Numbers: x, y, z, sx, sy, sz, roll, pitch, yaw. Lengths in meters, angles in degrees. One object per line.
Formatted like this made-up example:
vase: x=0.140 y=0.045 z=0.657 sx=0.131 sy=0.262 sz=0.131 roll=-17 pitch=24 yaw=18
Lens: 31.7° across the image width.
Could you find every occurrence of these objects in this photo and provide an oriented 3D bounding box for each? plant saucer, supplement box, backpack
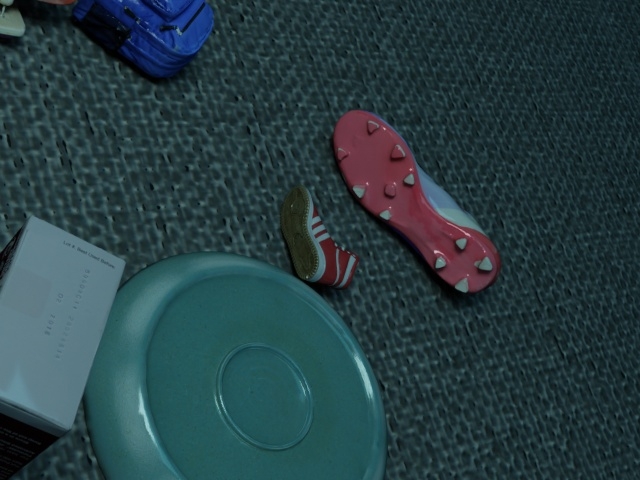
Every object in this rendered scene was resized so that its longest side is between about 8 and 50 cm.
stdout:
plant saucer: x=-0.058 y=0.145 z=1.012 sx=0.318 sy=0.044 sz=0.317 roll=20 pitch=54 yaw=-29
supplement box: x=-0.228 y=0.098 z=0.762 sx=0.073 sy=0.239 sz=0.130 roll=28 pitch=49 yaw=-21
backpack: x=-0.167 y=-0.225 z=1.115 sx=0.120 sy=0.101 sz=0.098 roll=42 pitch=52 yaw=-15

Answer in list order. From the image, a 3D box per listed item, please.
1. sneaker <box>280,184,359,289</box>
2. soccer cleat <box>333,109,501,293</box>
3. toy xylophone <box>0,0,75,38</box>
sneaker: x=0.000 y=0.000 z=1.148 sx=0.067 sy=0.042 sz=0.118 roll=24 pitch=41 yaw=-39
soccer cleat: x=0.106 y=-0.043 z=1.248 sx=0.248 sy=0.083 sz=0.095 roll=48 pitch=15 yaw=2
toy xylophone: x=-0.312 y=-0.341 z=0.974 sx=0.236 sy=0.322 sz=0.081 roll=-2 pitch=29 yaw=-32
